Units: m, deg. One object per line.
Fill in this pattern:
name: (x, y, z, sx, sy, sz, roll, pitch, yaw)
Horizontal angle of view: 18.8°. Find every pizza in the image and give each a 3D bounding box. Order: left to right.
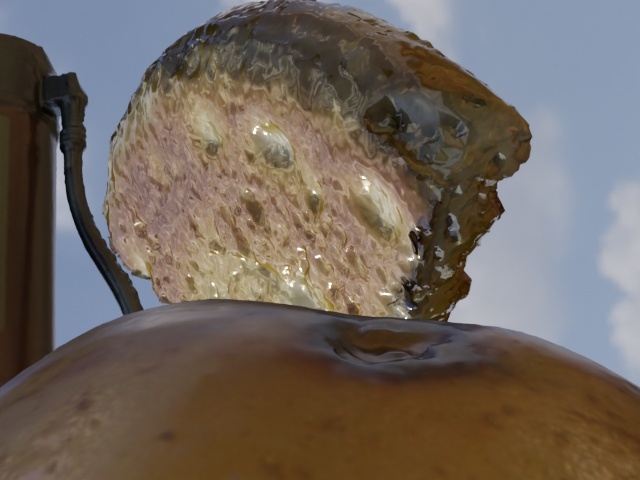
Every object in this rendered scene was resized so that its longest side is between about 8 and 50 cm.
pizza: (0.000, 0.000, 0.880, 0.086, 0.335, 0.226, -27, -81, -29)

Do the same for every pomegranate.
pomegranate: (-0.002, 0.152, 0.527, 0.307, 0.307, 0.307, -11, -90, -69)

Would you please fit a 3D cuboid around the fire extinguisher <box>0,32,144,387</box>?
fire extinguisher: (-0.211, 0.037, 1.284, 0.113, 0.200, 0.376, 21, -122, -41)
